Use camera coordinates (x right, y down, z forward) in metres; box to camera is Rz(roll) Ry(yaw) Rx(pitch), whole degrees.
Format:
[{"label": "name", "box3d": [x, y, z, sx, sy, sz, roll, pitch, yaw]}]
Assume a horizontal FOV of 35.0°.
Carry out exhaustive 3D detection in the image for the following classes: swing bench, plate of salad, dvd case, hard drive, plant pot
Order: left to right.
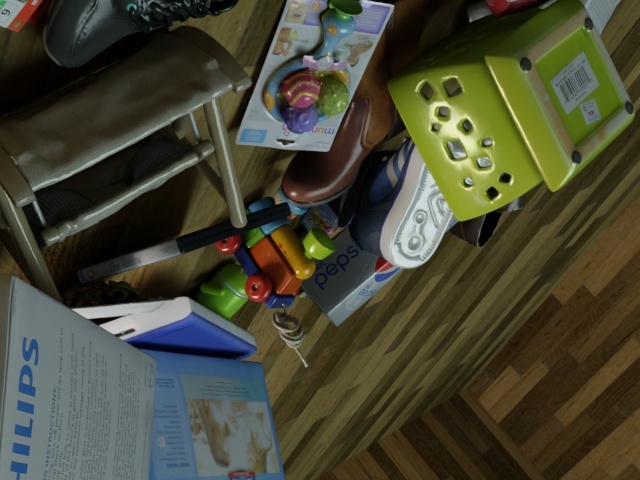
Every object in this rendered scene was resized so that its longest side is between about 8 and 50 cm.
[{"label": "plate of salad", "box3d": [-0.289, 0.076, 1.317, 0.200, 0.048, 0.200, -4, 177, 0]}, {"label": "swing bench", "box3d": [-0.219, -0.081, 1.053, 0.253, 0.165, 0.254, -31, 152, -23]}, {"label": "hard drive", "box3d": [-0.244, 0.168, 1.594, 0.210, 0.040, 0.318, -20, 161, 8]}, {"label": "dvd case", "box3d": [-0.180, 0.004, 1.308, 0.180, 0.022, 0.253, -22, -176, -42]}, {"label": "plant pot", "box3d": [0.264, -0.182, 1.340, 0.228, 0.227, 0.207, -38, -165, -33]}]

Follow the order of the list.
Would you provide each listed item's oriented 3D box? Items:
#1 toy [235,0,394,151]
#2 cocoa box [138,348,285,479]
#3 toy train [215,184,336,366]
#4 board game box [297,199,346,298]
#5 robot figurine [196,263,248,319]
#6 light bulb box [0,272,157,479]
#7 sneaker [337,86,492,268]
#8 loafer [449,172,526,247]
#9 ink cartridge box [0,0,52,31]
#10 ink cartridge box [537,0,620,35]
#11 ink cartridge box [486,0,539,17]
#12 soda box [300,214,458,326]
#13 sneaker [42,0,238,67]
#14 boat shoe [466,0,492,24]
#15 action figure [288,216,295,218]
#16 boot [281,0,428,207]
[{"label": "toy", "box3d": [-0.006, -0.191, 1.256, 0.137, 0.056, 0.237, 3, 132, -25]}, {"label": "cocoa box", "box3d": [-0.249, 0.313, 1.562, 0.228, 0.231, 0.347, -23, 160, 26]}, {"label": "toy train", "box3d": [-0.033, 0.041, 1.480, 0.143, 0.248, 0.105, -41, 161, 20]}, {"label": "board game box", "box3d": [0.000, 0.000, 1.743, 0.194, 0.060, 0.194, -41, 159, 1]}, {"label": "robot figurine", "box3d": [-0.154, 0.086, 1.638, 0.115, 0.067, 0.101, -45, 164, 13]}, {"label": "light bulb box", "box3d": [-0.389, 0.191, 0.995, 0.358, 0.225, 0.361, -3, 162, 10]}, {"label": "sneaker", "box3d": [0.140, -0.130, 1.582, 0.130, 0.236, 0.323, 23, 100, -32]}, {"label": "loafer", "box3d": [0.381, -0.123, 2.051, 0.134, 0.130, 0.366, -22, 153, -41]}, {"label": "ink cartridge box", "box3d": [-0.263, -0.215, 0.876, 0.063, 0.029, 0.115, -47, 159, 15]}, {"label": "ink cartridge box", "box3d": [0.399, -0.362, 1.638, 0.385, 0.091, 0.308, -64, 164, 13]}, {"label": "ink cartridge box", "box3d": [0.251, -0.375, 1.236, 0.072, 0.127, 0.175, -19, 169, -23]}, {"label": "soda box", "box3d": [0.097, 0.011, 1.710, 0.286, 0.098, 0.091, -40, 159, -3]}, {"label": "sneaker", "box3d": [-0.136, -0.240, 0.917, 0.267, 0.106, 0.101, -41, 177, 6]}, {"label": "boat shoe", "box3d": [0.238, -0.300, 1.546, 0.063, 0.066, 0.184, -6, 162, -1]}, {"label": "action figure", "box3d": [-0.007, -0.074, 1.627, 0.115, 0.030, 0.038, -37, 165, -2]}, {"label": "boot", "box3d": [0.046, -0.190, 1.379, 0.264, 0.096, 0.280, -34, 158, -15]}]
